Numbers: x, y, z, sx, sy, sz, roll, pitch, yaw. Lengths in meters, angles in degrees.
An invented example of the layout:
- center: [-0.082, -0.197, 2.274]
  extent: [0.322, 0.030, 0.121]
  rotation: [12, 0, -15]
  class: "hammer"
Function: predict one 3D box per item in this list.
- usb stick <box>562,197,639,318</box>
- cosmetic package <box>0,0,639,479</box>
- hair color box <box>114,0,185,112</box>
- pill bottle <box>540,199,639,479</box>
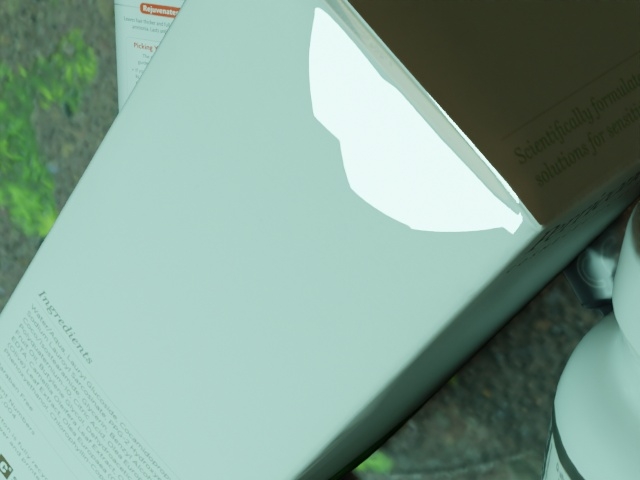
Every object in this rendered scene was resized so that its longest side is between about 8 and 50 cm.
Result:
- center: [0.085, -0.096, 0.760]
  extent: [0.077, 0.045, 0.278]
  rotation: [-31, 90, 32]
  class: "usb stick"
- center: [0.000, 0.000, 0.712]
  extent: [0.155, 0.197, 0.365]
  rotation: [50, 139, 9]
  class: "cosmetic package"
- center: [-0.064, -0.110, 0.848]
  extent: [0.072, 0.043, 0.141]
  rotation: [12, 114, 28]
  class: "hair color box"
- center: [0.168, 0.118, 0.686]
  extent: [0.162, 0.162, 0.278]
  rotation: [22, 130, 24]
  class: "pill bottle"
